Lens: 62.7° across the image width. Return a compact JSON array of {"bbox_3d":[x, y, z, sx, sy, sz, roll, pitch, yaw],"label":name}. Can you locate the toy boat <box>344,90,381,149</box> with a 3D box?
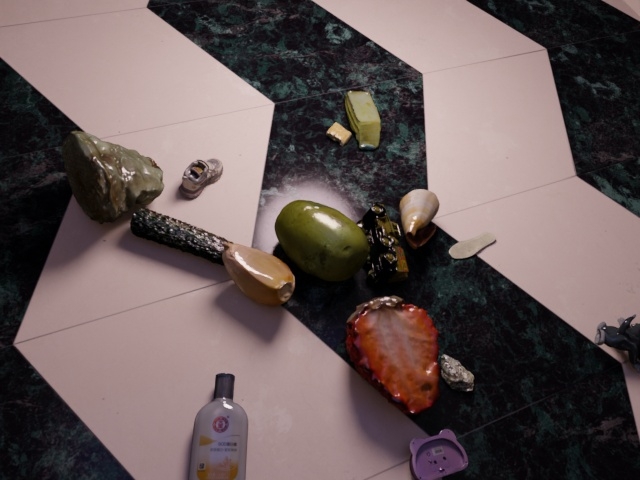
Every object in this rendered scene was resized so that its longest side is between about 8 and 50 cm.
[{"bbox_3d":[0.161,-0.472,1.990,0.111,0.084,0.277,-3,58,-13],"label":"toy boat"}]

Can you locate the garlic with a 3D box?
[{"bbox_3d":[-0.184,0.094,1.544,0.244,0.164,0.146,34,78,5],"label":"garlic"}]

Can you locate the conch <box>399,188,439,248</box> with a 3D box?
[{"bbox_3d":[0.305,-0.073,1.726,0.127,0.159,0.255,9,30,28],"label":"conch"}]

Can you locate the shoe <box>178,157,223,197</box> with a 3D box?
[{"bbox_3d":[-0.402,-0.229,1.751,0.089,0.092,0.180,35,60,13],"label":"shoe"}]

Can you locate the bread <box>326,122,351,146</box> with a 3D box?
[{"bbox_3d":[0.070,-0.397,1.960,0.083,0.035,0.070,32,60,3],"label":"bread"}]

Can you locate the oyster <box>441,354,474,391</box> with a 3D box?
[{"bbox_3d":[0.403,0.387,1.531,0.100,0.037,0.098,9,59,-3],"label":"oyster"}]

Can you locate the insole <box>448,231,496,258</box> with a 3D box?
[{"bbox_3d":[0.519,0.017,1.789,0.191,0.010,0.063,-24,65,-20],"label":"insole"}]

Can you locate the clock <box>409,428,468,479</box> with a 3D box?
[{"bbox_3d":[0.304,0.574,1.395,0.152,0.050,0.110,-11,61,-15],"label":"clock"}]

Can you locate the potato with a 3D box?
[{"bbox_3d":[0.000,-0.001,1.607,0.304,0.216,0.216,33,60,6],"label":"potato"}]

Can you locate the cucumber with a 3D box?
[{"bbox_3d":[-0.401,-0.001,1.612,0.359,0.096,0.096,20,58,4],"label":"cucumber"}]

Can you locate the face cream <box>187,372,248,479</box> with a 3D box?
[{"bbox_3d":[-0.255,0.491,1.350,0.143,0.071,0.292,5,58,-6],"label":"face cream"}]

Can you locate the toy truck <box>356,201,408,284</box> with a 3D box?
[{"bbox_3d":[0.204,0.008,1.687,0.127,0.127,0.257,1,57,-25],"label":"toy truck"}]

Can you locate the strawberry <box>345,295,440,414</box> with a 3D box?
[{"bbox_3d":[0.202,0.326,1.487,0.264,0.149,0.336,-14,72,-24],"label":"strawberry"}]

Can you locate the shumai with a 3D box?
[{"bbox_3d":[-0.614,-0.216,1.610,0.263,0.304,0.309,-24,54,-36],"label":"shumai"}]

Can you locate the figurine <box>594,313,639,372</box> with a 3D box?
[{"bbox_3d":[0.972,0.290,1.623,0.265,0.140,0.193,21,40,-13],"label":"figurine"}]
